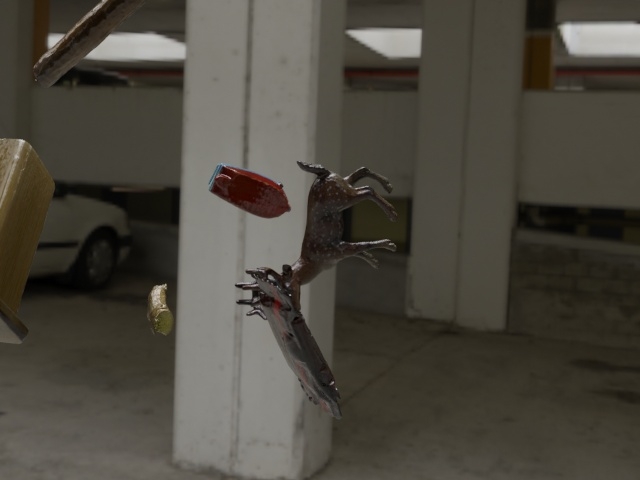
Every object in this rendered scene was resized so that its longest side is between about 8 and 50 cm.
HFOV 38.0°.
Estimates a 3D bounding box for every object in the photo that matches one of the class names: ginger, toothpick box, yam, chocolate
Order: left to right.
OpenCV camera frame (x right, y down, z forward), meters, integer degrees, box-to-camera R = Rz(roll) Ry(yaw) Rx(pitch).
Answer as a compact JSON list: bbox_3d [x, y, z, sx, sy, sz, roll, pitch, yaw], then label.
[{"bbox_3d":[-0.576,-0.007,1.577,0.190,0.308,0.187,2,-31,11],"label":"toothpick box"},{"bbox_3d":[-0.322,-0.321,1.365,0.264,0.046,0.046,-40,0,6],"label":"yam"},{"bbox_3d":[-0.289,0.129,1.670,0.044,0.057,0.137,-9,29,-12],"label":"ginger"},{"bbox_3d":[-0.027,0.116,1.011,0.028,0.182,0.086,-36,34,-20],"label":"chocolate"}]

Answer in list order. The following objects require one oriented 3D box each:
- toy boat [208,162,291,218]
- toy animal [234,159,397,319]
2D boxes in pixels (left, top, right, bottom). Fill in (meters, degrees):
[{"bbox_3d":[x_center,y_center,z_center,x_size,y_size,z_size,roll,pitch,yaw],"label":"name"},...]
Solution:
[{"bbox_3d":[-0.116,-0.082,1.566,0.173,0.069,0.059,21,11,-36],"label":"toy boat"},{"bbox_3d":[-0.008,0.000,1.452,0.260,0.244,0.087,1,2,-25],"label":"toy animal"}]
